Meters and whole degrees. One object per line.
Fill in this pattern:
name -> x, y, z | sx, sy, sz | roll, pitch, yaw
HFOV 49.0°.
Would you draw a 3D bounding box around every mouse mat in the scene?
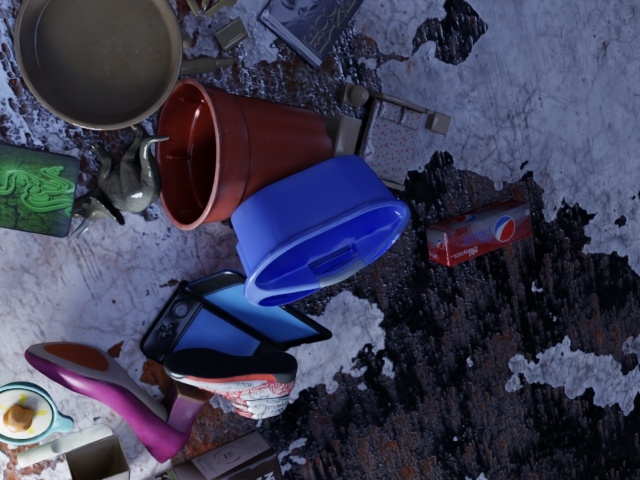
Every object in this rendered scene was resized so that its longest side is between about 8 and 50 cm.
mouse mat -> -0.535, -0.091, 1.247 | 0.190, 0.007, 0.152 | 10, 98, -16

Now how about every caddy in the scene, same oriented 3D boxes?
caddy -> 0.000, 0.000, 1.289 | 0.342, 0.179, 0.241 | -25, 154, -13

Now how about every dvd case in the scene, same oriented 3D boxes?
dvd case -> -0.007, -0.490, 1.441 | 0.165, 0.018, 0.221 | 36, 85, -30

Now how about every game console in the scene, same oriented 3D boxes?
game console -> -0.172, 0.208, 1.441 | 0.293, 0.173, 0.250 | 36, 84, -29

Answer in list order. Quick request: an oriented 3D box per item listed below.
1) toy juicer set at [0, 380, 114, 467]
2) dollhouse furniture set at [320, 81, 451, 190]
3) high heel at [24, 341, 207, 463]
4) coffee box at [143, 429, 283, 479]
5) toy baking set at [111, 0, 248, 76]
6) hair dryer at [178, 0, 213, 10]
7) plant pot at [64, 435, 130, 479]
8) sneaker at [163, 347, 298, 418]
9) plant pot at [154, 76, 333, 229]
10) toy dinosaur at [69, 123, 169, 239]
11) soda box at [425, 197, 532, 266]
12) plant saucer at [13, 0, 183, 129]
toy juicer set -> -0.572, 0.335, 1.279 | 0.209, 0.089, 0.329 | -39, 116, 9
dollhouse furniture set -> 0.139, -0.161, 1.511 | 0.356, 0.174, 0.303 | 11, 98, -29
high heel -> -0.419, 0.330, 1.378 | 0.377, 0.127, 0.181 | 27, 100, -23
coffee box -> -0.232, 0.564, 1.529 | 0.297, 0.119, 0.168 | -20, 110, -22
toy baking set -> -0.253, -0.392, 1.290 | 0.256, 0.030, 0.196 | -19, 134, -25
hair dryer -> -0.337, -0.441, 1.266 | 0.294, 0.080, 0.223 | -13, 125, -19
plant pot -> -0.442, 0.479, 1.411 | 0.109, 0.109, 0.096 | -14, 120, -24
sneaker -> -0.187, 0.301, 1.437 | 0.270, 0.090, 0.144 | 3, 125, -13
plant pot -> -0.137, -0.160, 1.331 | 0.265, 0.272, 0.272 | -3, 104, -35
toy dinosaur -> -0.335, -0.111, 1.260 | 0.121, 0.314, 0.160 | -5, 82, -53
soda box -> 0.392, -0.022, 1.730 | 0.263, 0.083, 0.092 | -18, 110, -22
plant saucer -> -0.368, -0.326, 1.180 | 0.278, 0.041, 0.277 | 0, 100, -3
